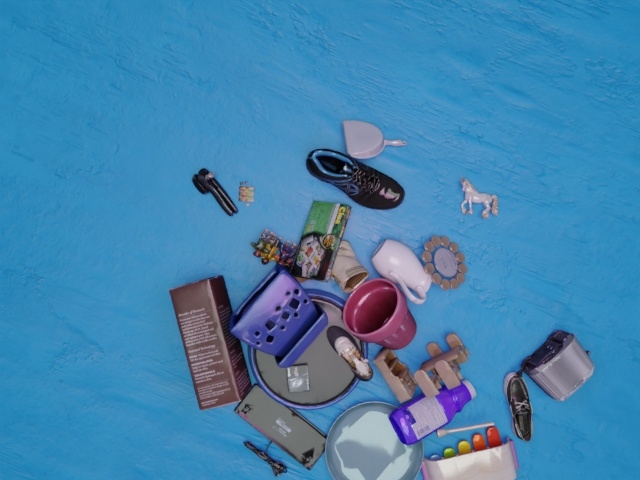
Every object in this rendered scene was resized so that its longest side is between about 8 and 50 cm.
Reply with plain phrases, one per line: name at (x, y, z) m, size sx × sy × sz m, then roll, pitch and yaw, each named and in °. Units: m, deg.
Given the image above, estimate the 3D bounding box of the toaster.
toaster at (0.754, 0.407, 1.911) m, size 0.227 × 0.129 × 0.146 m, roll -43°, pitch 92°, yaw -3°

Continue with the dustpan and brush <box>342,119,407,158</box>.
dustpan and brush at (0.181, -0.324, 1.944) m, size 0.211 × 0.060 × 0.147 m, roll -5°, pitch 60°, yaw -5°

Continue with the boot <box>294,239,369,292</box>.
boot at (0.032, 0.106, 1.891) m, size 0.213 × 0.077 × 0.165 m, roll -29°, pitch 48°, yaw -4°

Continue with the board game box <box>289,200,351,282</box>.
board game box at (0.000, 0.000, 1.893) m, size 0.136 × 0.030 × 0.259 m, roll 9°, pitch 72°, yaw 33°

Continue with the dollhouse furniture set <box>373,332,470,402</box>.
dollhouse furniture set at (0.316, 0.374, 1.867) m, size 0.242 × 0.212 × 0.161 m, roll -32°, pitch 91°, yaw 26°

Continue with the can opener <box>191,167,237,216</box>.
can opener at (-0.335, -0.157, 1.947) m, size 0.186 × 0.073 × 0.059 m, roll 46°, pitch 50°, yaw -3°

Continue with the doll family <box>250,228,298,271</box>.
doll family at (-0.135, 0.048, 1.932) m, size 0.193 × 0.076 × 0.111 m, roll 26°, pitch 84°, yaw -3°

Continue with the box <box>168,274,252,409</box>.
box at (-0.337, 0.309, 1.861) m, size 0.143 × 0.191 × 0.381 m, roll -13°, pitch 89°, yaw 4°

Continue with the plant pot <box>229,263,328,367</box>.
plant pot at (-0.116, 0.227, 1.770) m, size 0.212 × 0.236 × 0.236 m, roll 42°, pitch 86°, yaw -7°

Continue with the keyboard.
keyboard at (-0.145, 0.631, 1.942) m, size 0.317 × 0.033 × 0.201 m, roll 38°, pitch 82°, yaw 1°

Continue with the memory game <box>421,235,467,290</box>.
memory game at (0.399, 0.070, 1.921) m, size 0.186 × 0.012 × 0.186 m, roll 12°, pitch 65°, yaw -27°

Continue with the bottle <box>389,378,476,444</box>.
bottle at (0.360, 0.534, 1.897) m, size 0.283 × 0.092 × 0.118 m, roll -25°, pitch 80°, yaw -17°

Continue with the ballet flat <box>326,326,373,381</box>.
ballet flat at (0.096, 0.351, 1.850) m, size 0.074 × 0.074 × 0.203 m, roll -37°, pitch 89°, yaw -1°

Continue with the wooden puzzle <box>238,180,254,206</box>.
wooden puzzle at (-0.242, -0.153, 1.965) m, size 0.049 × 0.006 × 0.083 m, roll 4°, pitch 89°, yaw -1°

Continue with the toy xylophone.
toy xylophone at (0.481, 0.697, 1.924) m, size 0.323 × 0.081 × 0.236 m, roll -5°, pitch 89°, yaw -1°

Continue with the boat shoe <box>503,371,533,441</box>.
boat shoe at (0.648, 0.536, 1.934) m, size 0.078 × 0.070 × 0.219 m, roll -11°, pitch 89°, yaw -1°

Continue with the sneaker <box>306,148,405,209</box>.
sneaker at (0.110, -0.192, 1.905) m, size 0.341 × 0.139 × 0.125 m, roll 22°, pitch 89°, yaw -1°

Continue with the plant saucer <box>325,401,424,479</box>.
plant saucer at (0.173, 0.676, 1.940) m, size 0.318 × 0.044 × 0.317 m, roll 0°, pitch 89°, yaw -2°

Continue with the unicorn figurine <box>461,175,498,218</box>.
unicorn figurine at (0.505, -0.136, 1.956) m, size 0.162 × 0.060 × 0.111 m, roll 12°, pitch 88°, yaw -17°

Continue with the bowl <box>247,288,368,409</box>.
bowl at (-0.039, 0.350, 1.916) m, size 0.392 × 0.077 × 0.390 m, roll 0°, pitch 87°, yaw -3°

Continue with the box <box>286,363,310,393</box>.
box at (-0.069, 0.429, 1.863) m, size 0.067 × 0.018 × 0.083 m, roll -4°, pitch 88°, yaw -3°

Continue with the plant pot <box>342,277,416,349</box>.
plant pot at (0.199, 0.244, 1.851) m, size 0.201 × 0.201 × 0.180 m, roll -48°, pitch 128°, yaw -1°

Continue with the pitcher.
pitcher at (0.259, 0.100, 1.888) m, size 0.207 × 0.177 × 0.125 m, roll 37°, pitch 121°, yaw -2°
